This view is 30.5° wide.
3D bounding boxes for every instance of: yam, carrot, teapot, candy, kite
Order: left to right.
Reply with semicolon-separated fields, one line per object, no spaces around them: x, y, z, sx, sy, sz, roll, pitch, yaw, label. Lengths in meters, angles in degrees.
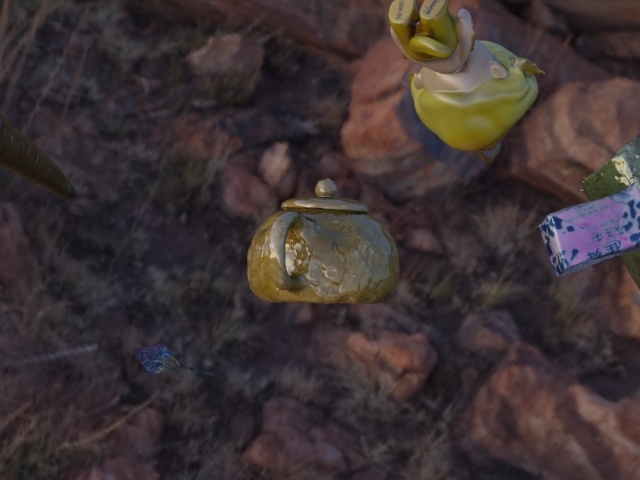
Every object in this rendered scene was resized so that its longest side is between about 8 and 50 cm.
-0.241;-0.079;0.866;0.049;0.049;0.254;48;-1;26;carrot
-0.152;0.121;1.200;0.078;0.002;0.044;3;45;-24;kite
0.000;0.000;1.558;0.203;0.167;0.311;1;0;24;teapot
0.405;-0.016;1.708;0.160;0.073;0.092;-18;77;-10;candy
0.567;-0.032;1.923;0.195;0.195;0.300;-18;75;-43;yam

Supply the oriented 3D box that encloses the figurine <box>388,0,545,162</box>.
0.150;-0.176;1.250;0.246;0.156;0.131;38;57;-50;figurine
